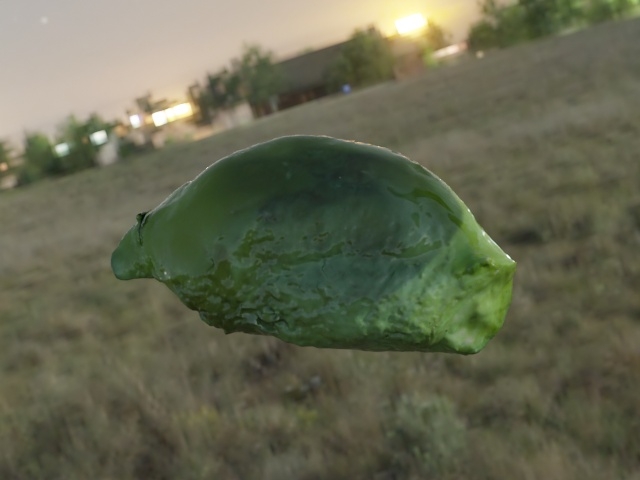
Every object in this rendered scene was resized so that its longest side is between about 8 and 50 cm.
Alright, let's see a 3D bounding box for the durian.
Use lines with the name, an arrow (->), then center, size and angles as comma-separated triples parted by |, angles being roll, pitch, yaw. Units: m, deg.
durian -> 0.000, 0.000, 0.898 | 0.250, 0.101, 0.139 | 16, 51, 14
